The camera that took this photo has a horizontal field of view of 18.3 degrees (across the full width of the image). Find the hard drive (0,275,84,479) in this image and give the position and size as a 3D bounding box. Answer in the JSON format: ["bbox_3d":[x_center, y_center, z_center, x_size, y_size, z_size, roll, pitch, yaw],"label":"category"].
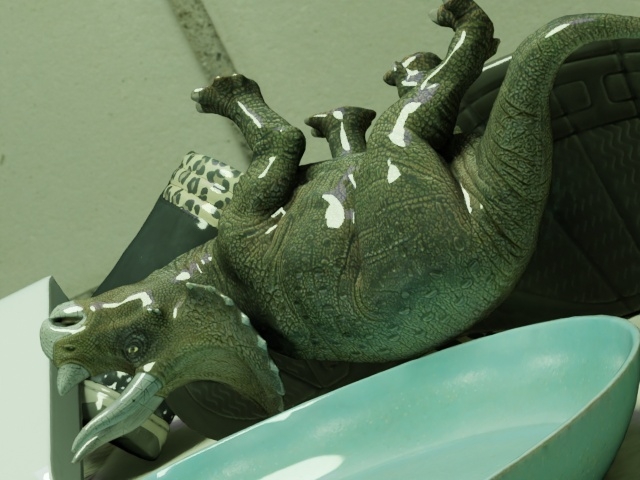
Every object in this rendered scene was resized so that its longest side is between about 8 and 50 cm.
[{"bbox_3d":[-0.277,0.148,1.108,0.307,0.040,0.203,-25,31,8],"label":"hard drive"}]

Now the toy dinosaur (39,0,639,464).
[{"bbox_3d":[0.028,-0.007,0.860,0.313,0.160,0.121,-18,-22,29],"label":"toy dinosaur"}]

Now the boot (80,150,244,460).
[{"bbox_3d":[-0.105,0.036,1.236,0.178,0.085,0.236,-61,17,-6],"label":"boot"}]

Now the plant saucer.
[{"bbox_3d":[-0.028,0.112,0.692,0.317,0.044,0.317,-24,5,2],"label":"plant saucer"}]

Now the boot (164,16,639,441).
[{"bbox_3d":[0.110,-0.029,1.071,0.377,0.138,0.284,-29,2,24],"label":"boot"}]
